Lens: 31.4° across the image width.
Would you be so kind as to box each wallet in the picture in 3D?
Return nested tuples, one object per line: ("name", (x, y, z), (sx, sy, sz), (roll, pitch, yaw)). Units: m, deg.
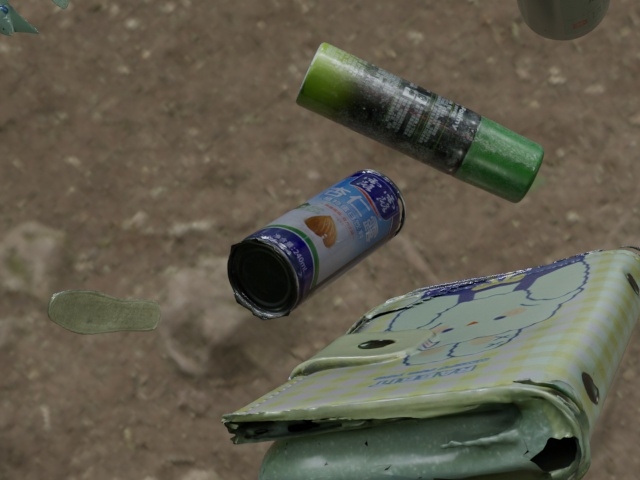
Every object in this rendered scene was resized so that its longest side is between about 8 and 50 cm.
("wallet", (0.094, 0.079, 0.741), (0.223, 0.077, 0.309), (-14, 7, 24))

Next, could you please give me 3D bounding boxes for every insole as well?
("insole", (-0.292, 0.099, 1.552), (0.010, 0.192, 0.063), (22, 98, 41))

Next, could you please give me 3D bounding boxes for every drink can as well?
("drink can", (0.000, 0.000, 1.280), (0.097, 0.097, 0.235), (-11, 14, 40))

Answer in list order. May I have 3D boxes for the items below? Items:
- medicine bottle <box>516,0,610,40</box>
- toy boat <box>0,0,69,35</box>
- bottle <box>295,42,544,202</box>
("medicine bottle", (0.250, -0.315, 1.203), (0.110, 0.352, 0.110), (-2, 81, 14))
("toy boat", (-0.231, -0.180, 0.780), (0.149, 0.105, 0.034), (-25, -1, 30))
("bottle", (0.133, -0.155, 1.522), (0.093, 0.330, 0.093), (-155, 90, -89))
